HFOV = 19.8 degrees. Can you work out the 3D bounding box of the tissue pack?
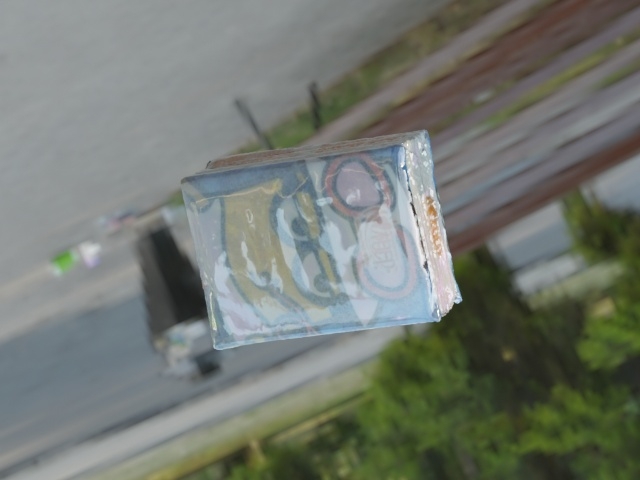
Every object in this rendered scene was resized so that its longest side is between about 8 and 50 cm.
[{"bbox_3d":[0.000,0.000,1.145,0.155,0.115,0.065,-7,-168,22],"label":"tissue pack"}]
